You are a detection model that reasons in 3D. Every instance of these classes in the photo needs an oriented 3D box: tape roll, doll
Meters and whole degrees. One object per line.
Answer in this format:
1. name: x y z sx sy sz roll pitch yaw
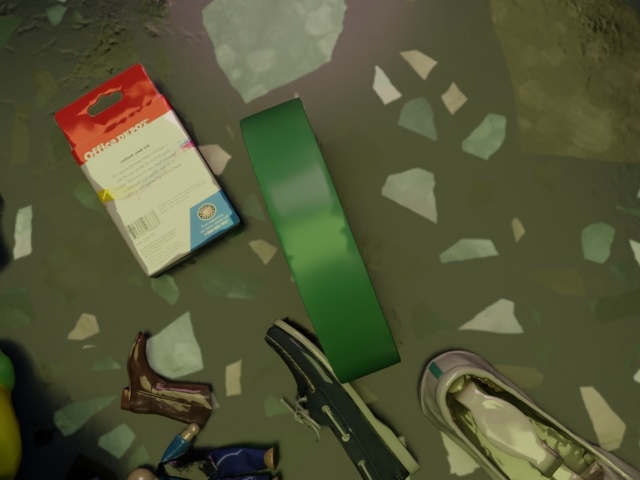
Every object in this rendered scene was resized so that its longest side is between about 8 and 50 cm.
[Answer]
1. tape roll: 0.000 0.000 1.587 0.077 0.321 0.321 -22 87 2
2. doll: -0.145 0.287 1.719 0.189 0.046 0.129 -7 98 7

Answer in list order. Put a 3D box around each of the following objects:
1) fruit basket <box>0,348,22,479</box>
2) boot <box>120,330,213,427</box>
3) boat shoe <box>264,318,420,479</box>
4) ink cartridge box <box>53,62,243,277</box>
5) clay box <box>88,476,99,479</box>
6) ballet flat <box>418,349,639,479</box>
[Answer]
1. fruit basket: -0.437 0.296 1.611 0.283 0.392 0.392 39 90 12
2. boot: -0.182 0.172 1.729 0.114 0.037 0.106 11 102 6
3. boat shoe: 0.013 0.205 1.695 0.079 0.095 0.254 -42 99 -4
4. ink cartridge box: -0.210 -0.085 1.718 0.134 0.078 0.231 -31 87 0
5. clay box: -0.276 0.356 1.633 0.053 0.222 0.127 -25 88 0
6. ballet flat: 0.280 0.280 1.662 0.400 0.139 0.139 39 90 3
